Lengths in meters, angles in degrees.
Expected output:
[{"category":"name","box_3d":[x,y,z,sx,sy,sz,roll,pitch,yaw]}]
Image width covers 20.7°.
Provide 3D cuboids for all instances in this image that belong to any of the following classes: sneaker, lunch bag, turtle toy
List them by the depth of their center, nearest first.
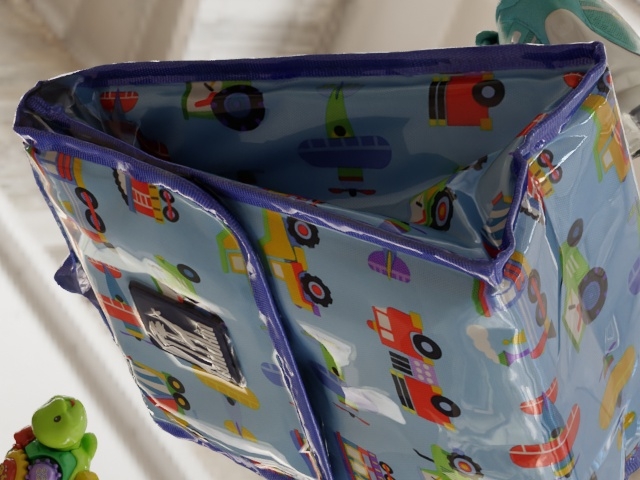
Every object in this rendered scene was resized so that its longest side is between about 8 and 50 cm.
[{"category":"lunch bag","box_3d":[-0.002,0.021,0.820,0.293,0.138,0.221,8,-40,30]},{"category":"sneaker","box_3d":[0.141,-0.088,0.971,0.110,0.107,0.275,59,1,7]},{"category":"turtle toy","box_3d":[-0.220,0.180,1.405,0.130,0.066,0.095,-58,-141,18]}]
